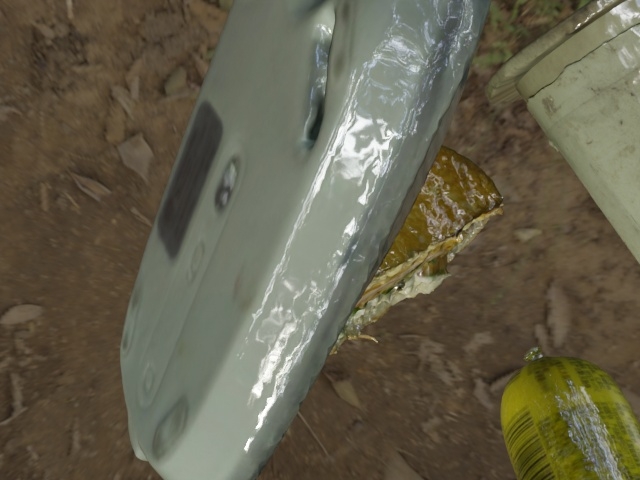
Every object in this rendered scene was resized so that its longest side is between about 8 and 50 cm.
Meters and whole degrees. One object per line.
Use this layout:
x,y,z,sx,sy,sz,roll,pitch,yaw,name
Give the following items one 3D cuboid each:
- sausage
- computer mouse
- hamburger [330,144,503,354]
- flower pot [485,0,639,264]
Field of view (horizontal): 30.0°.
0.249,0.240,1.043,0.123,0.123,0.347,-13,52,-5,sausage
-0.010,-0.023,0.593,0.095,0.197,0.330,14,115,-23,computer mouse
0.000,0.000,0.882,0.283,0.144,0.156,-29,65,-34,hamburger
0.222,-0.047,0.611,0.212,0.212,0.202,-29,89,-5,flower pot
